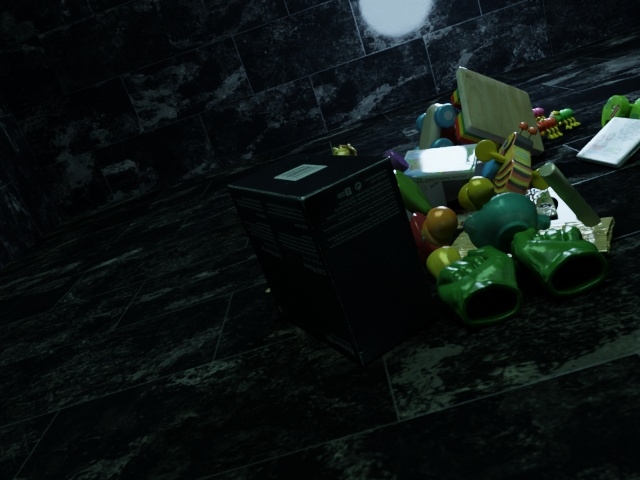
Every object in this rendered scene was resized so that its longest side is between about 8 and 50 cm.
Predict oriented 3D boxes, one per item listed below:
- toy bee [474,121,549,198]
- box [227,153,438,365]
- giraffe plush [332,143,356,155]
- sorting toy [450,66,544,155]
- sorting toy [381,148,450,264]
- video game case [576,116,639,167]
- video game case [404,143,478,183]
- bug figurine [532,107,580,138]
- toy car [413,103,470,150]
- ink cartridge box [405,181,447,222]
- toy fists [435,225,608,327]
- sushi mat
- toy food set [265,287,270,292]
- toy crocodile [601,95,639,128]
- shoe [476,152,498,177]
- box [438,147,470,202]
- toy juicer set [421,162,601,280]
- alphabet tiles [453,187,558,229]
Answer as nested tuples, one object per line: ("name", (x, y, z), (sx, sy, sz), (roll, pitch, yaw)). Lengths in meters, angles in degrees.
("toy bee", (0.464, -0.206, 1.388), (0.196, 0.162, 0.298), (13, 34, -21))
("box", (0.011, 0.013, 1.068), (0.179, 0.312, 0.343), (-27, 21, -22))
("giraffe plush", (0.084, -0.225, 1.870), (0.182, 0.170, 0.210), (-6, 23, 35))
("sorting toy", (0.517, -0.368, 1.706), (0.089, 0.256, 0.256), (126, 152, -49))
("sorting toy", (0.173, -0.060, 1.281), (0.126, 0.127, 0.365), (-42, 38, 25))
("video game case", (0.750, -0.251, 1.436), (0.143, 0.019, 0.157), (-47, 19, 4))
("video game case", (0.304, -0.198, 1.459), (0.194, 0.023, 0.212), (-3, 26, 20))
("bug figurine", (0.694, -0.388, 1.850), (0.217, 0.072, 0.279), (-20, 20, -21))
("toy car", (0.452, -0.330, 1.862), (0.238, 0.210, 0.219), (7, 2, -9))
("ink cartridge box", (0.169, -0.106, 1.539), (0.201, 0.117, 0.278), (-33, 24, -34))
("toy fists", (0.338, 0.051, 0.981), (0.280, 0.096, 0.142), (-21, 18, 0))
("sushi mat", (0.417, 0.003, 1.150), (0.317, 0.019, 0.151), (-6, 24, 36))
("toy food set", (-0.063, 0.119, 1.301), (0.122, 0.019, 0.078), (6, 31, 36))
("toy crocodile", (0.854, -0.313, 1.479), (0.115, 0.105, 0.340), (0, 21, -13))
("shoe", (0.514, -0.226, 1.616), (0.178, 0.063, 0.081), (-7, 28, 44))
("box", (0.343, -0.188, 1.618), (0.114, 0.103, 0.203), (-20, 19, -4))
("toy juicer set", (0.333, -0.054, 1.048), (0.329, 0.209, 0.089), (-25, 36, 7))
("alphabet tiles", (0.431, -0.072, 1.360), (0.238, 0.009, 0.198), (-12, 20, 19))
